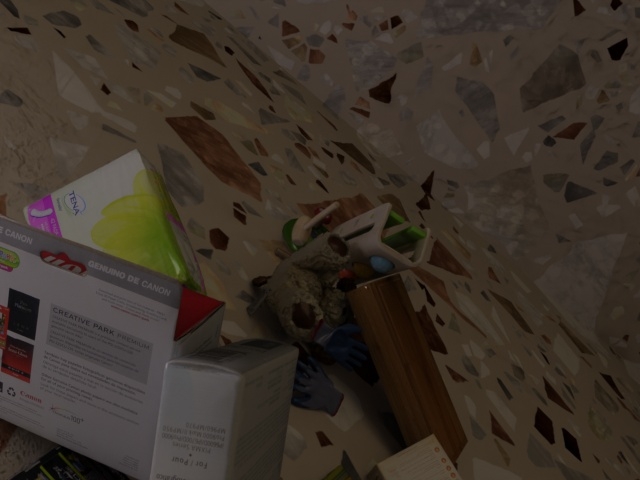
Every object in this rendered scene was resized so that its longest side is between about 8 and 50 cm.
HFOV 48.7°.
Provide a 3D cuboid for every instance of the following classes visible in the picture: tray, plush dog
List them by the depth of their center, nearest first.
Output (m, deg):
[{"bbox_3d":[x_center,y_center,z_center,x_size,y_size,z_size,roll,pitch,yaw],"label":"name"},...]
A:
[{"bbox_3d":[-0.015,0.144,1.536,0.225,0.210,0.263,47,49,-29],"label":"plush dog"},{"bbox_3d":[0.196,0.281,1.541,0.411,0.076,0.202,67,21,6],"label":"tray"}]

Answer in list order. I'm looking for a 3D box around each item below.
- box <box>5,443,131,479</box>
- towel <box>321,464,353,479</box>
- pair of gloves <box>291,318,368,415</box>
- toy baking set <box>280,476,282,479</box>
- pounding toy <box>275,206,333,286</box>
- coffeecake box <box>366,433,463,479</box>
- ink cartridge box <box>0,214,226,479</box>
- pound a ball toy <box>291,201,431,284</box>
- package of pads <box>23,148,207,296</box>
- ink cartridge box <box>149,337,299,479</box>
[{"bbox_3d":[-0.251,0.364,0.831,0.270,0.060,0.216,45,4,2],"label":"box"},{"bbox_3d":[0.079,0.515,1.241,0.237,0.021,0.102,51,31,12],"label":"towel"},{"bbox_3d":[0.016,0.247,1.407,0.159,0.198,0.023,39,-17,-35],"label":"pair of gloves"},{"bbox_3d":[-0.143,0.391,1.073,0.256,0.030,0.197,37,26,-16],"label":"toy baking set"},{"bbox_3d":[0.000,0.000,1.811,0.183,0.110,0.237,40,25,-10],"label":"pounding toy"},{"bbox_3d":[0.200,0.485,1.337,0.142,0.068,0.186,-18,61,-27],"label":"coffeecake box"},{"bbox_3d":[-0.288,0.105,0.874,0.309,0.272,0.130,19,21,13],"label":"ink cartridge box"},{"bbox_3d":[0.072,0.012,1.627,0.208,0.319,0.136,31,66,-18],"label":"pound a ball toy"},{"bbox_3d":[-0.328,0.014,1.132,0.297,0.229,0.101,61,-3,31],"label":"package of pads"},{"bbox_3d":[-0.120,0.321,0.846,0.091,0.385,0.308,9,-2,9],"label":"ink cartridge box"}]
